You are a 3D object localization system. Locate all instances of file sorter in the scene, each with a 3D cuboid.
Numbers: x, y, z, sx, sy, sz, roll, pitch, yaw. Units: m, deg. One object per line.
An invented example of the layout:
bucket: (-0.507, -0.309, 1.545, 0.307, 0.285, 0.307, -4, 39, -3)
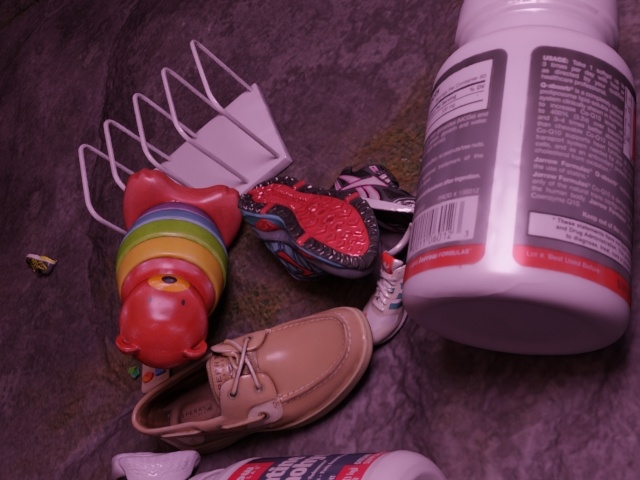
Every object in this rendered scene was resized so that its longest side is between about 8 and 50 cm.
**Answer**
file sorter: (-0.224, -0.141, 1.145, 0.278, 0.173, 0.193, -37, 48, 17)

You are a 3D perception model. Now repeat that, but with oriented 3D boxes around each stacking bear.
stacking bear: (-0.199, 0.051, 0.971, 0.289, 0.175, 0.164, -99, 24, -58)

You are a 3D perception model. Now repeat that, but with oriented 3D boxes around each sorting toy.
sorting toy: (-0.260, 0.197, 1.099, 0.083, 0.012, 0.062, -28, 52, 23)

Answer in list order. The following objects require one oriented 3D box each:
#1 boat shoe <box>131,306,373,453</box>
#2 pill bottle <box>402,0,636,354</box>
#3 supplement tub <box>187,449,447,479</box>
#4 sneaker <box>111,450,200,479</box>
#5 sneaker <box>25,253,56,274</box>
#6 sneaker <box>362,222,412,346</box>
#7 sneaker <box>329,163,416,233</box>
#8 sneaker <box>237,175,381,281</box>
boat shoe: (-0.089, 0.177, 0.895, 0.341, 0.110, 0.121, -33, 53, 25)
pill bottle: (0.210, -0.083, 0.745, 0.210, 0.210, 0.363, -5, 64, 37)
supplement tub: (-0.011, 0.310, 0.718, 0.272, 0.191, 0.191, -14, 59, 32)
sneaker: (-0.199, 0.334, 0.868, 0.268, 0.101, 0.153, 131, 138, -64)
sneaker: (-0.538, 0.047, 1.388, 0.083, 0.031, 0.035, 2, 68, 39)
sneaker: (0.083, 0.048, 0.866, 0.161, 0.075, 0.057, -54, 46, 1)
sneaker: (0.075, -0.063, 0.937, 0.178, 0.072, 0.077, 15, 75, 41)
sneaker: (0.000, 0.000, 0.934, 0.104, 0.125, 0.262, -35, 34, -18)
